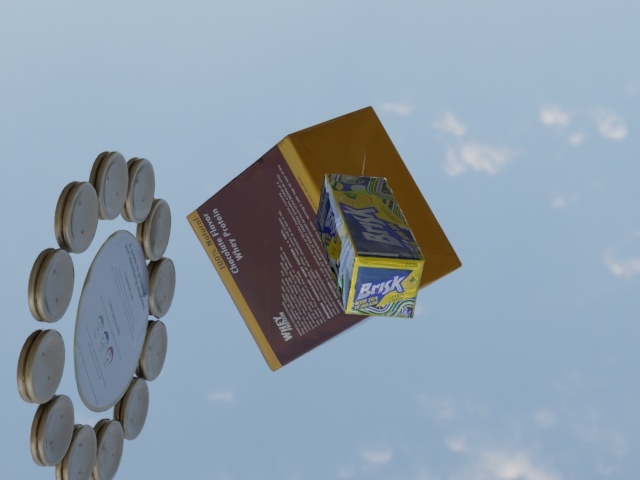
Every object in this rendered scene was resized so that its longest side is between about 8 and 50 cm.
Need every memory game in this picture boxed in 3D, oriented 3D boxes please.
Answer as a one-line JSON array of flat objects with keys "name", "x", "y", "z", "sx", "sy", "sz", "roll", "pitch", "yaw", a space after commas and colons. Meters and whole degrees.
[{"name": "memory game", "x": -0.116, "y": 0.042, "z": 0.694, "sx": 0.012, "sy": 0.186, "sz": 0.186, "roll": 7, "pitch": -147, "yaw": 14}]

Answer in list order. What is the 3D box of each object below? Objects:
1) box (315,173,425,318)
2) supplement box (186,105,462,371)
[{"name": "box", "x": 0.039, "y": 0.001, "z": 1.080, "sx": 0.059, "sy": 0.054, "sz": 0.169, "roll": 4, "pitch": -155, "yaw": -11}, {"name": "supplement box", "x": 0.000, "y": 0.000, "z": 1.331, "sx": 0.129, "sy": 0.191, "sz": 0.194, "roll": -24, "pitch": 173, "yaw": -44}]
